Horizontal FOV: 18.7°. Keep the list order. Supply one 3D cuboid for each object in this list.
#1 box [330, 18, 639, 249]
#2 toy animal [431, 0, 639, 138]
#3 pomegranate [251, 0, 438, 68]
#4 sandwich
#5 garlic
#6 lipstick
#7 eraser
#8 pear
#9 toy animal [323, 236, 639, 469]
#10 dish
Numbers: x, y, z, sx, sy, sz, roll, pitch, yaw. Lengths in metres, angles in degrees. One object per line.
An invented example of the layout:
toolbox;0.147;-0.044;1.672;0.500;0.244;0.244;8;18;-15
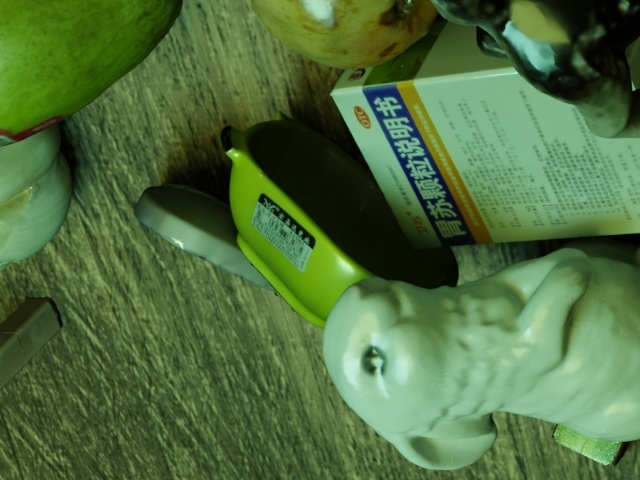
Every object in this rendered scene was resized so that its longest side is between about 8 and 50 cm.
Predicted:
box;0.188;-0.104;1.778;0.299;0.106;0.200;-3;130;34
toy animal;0.247;-0.240;1.451;0.344;0.303;0.194;-42;58;13
pomegranate;0.020;-0.250;1.728;0.207;0.207;0.207;16;129;21
sandwich;0.295;0.163;1.992;0.074;0.074;0.116;25;99;15
garlic;-0.360;-0.073;2.095;0.185;0.203;0.281;16;127;0
lipstick;-0.360;0.124;2.267;0.045;0.145;0.045;0;122;31
eraser;-0.108;-0.011;1.987;0.204;0.243;0.059;30;92;9
pear;-0.288;-0.241;1.874;0.375;0.287;0.287;-18;113;12
toy animal;0.180;0.104;1.789;0.357;0.194;0.258;-8;146;-5
dish;0.000;0.000;1.902;0.262;0.221;0.108;42;112;10
